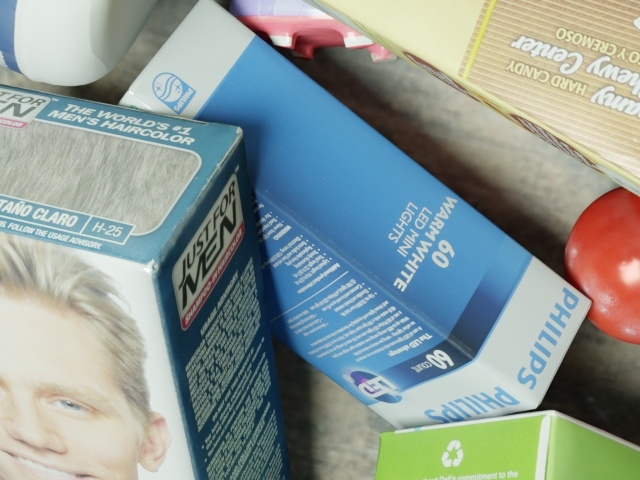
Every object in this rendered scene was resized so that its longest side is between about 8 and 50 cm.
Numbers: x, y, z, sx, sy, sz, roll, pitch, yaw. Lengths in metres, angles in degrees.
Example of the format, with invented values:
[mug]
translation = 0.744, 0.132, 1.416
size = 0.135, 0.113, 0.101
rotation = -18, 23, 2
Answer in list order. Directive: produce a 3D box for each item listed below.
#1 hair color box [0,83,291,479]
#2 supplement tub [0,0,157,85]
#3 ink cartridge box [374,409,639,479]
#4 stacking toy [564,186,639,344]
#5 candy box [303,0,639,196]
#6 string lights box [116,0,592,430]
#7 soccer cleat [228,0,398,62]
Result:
[hair color box]
translation = -0.118, 0.089, 0.739
size = 0.174, 0.105, 0.347
rotation = 12, 135, 18
[supplement tub]
translation = -0.206, -0.227, 0.617
size = 0.316, 0.228, 0.228
rotation = 22, 115, -2
[ink cartridge box]
translation = 0.176, 0.156, 0.711
size = 0.189, 0.097, 0.255
rotation = 25, 152, -35
[stacking toy]
translation = 0.252, -0.064, 0.689
size = 0.141, 0.141, 0.330
rotation = 35, 119, -8
[candy box]
translation = 0.115, -0.140, 0.593
size = 0.316, 0.087, 0.183
rotation = 34, 96, 21
[string lights box]
translation = 0.000, 0.000, 0.741
size = 0.260, 0.076, 0.133
rotation = 38, 152, -10
[soccer cleat]
translation = 0.072, -0.149, 0.705
size = 0.248, 0.083, 0.095
rotation = -6, 89, 13
